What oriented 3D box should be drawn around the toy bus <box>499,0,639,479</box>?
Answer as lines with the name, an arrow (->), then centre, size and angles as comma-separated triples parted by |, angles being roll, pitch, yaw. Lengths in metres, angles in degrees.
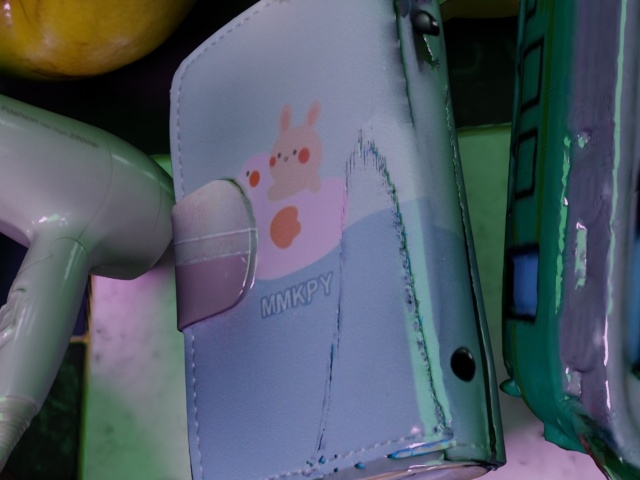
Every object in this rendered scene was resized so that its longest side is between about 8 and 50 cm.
toy bus -> 0.172, -0.067, 0.550 | 0.183, 0.199, 0.343 | 5, 87, -8

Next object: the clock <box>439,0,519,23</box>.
clock -> 0.097, -0.250, 0.731 | 0.277, 0.071, 0.293 | -10, 77, 8

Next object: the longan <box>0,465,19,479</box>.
longan -> -0.206, 0.180, 0.585 | 0.196, 0.196, 0.220 | -19, 83, 6

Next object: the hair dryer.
hair dryer -> -0.166, 0.015, 0.604 | 0.075, 0.206, 0.237 | -42, 37, 34

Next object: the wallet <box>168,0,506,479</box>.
wallet -> 0.000, 0.000, 0.624 | 0.176, 0.075, 0.250 | -25, 63, 44

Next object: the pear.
pear -> -0.149, -0.186, 0.710 | 0.200, 0.200, 0.200 | -4, 70, 12
